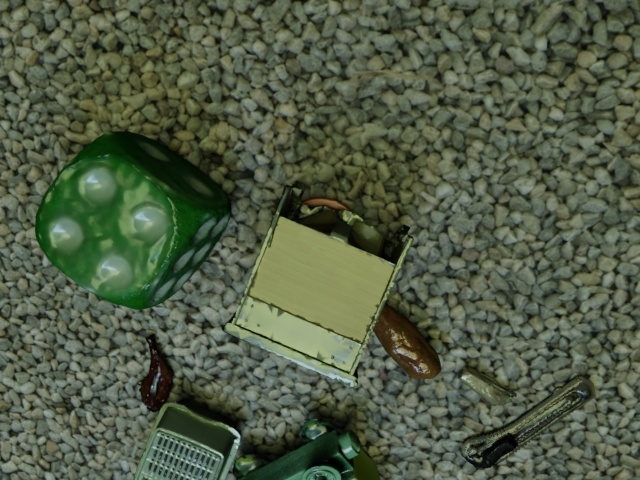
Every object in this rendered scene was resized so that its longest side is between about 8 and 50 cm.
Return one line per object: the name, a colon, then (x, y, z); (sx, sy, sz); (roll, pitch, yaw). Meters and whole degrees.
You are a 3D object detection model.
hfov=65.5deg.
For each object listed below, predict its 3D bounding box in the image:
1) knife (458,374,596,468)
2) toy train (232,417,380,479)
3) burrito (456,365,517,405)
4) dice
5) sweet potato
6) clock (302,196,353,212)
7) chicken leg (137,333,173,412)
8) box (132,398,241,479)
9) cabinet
knife: (0.506, 0.449, 1.211); (0.365, 0.043, 0.089); (-38, 96, 10)
toy train: (-0.046, 0.611, 1.222); (0.397, 0.160, 0.253); (-32, 117, 11)
burrito: (0.399, 0.356, 1.204); (0.149, 0.041, 0.055); (32, 89, -1)
dice: (-0.394, -0.044, 1.085); (0.300, 0.287, 0.297); (38, 99, -1)
sweet potato: (0.180, 0.227, 1.178); (0.251, 0.097, 0.097); (45, 101, 5)
clock: (0.000, 0.000, 1.172); (0.206, 0.051, 0.205); (1, 101, 4)
chicken leg: (-0.427, 0.348, 1.283); (0.093, 0.053, 0.204); (19, 98, 17)
box: (-0.342, 0.564, 1.251); (0.221, 0.166, 0.290); (24, 102, 1)
cabinet: (0.004, 0.072, 1.046); (0.290, 0.227, 0.317); (22, 99, 3)
